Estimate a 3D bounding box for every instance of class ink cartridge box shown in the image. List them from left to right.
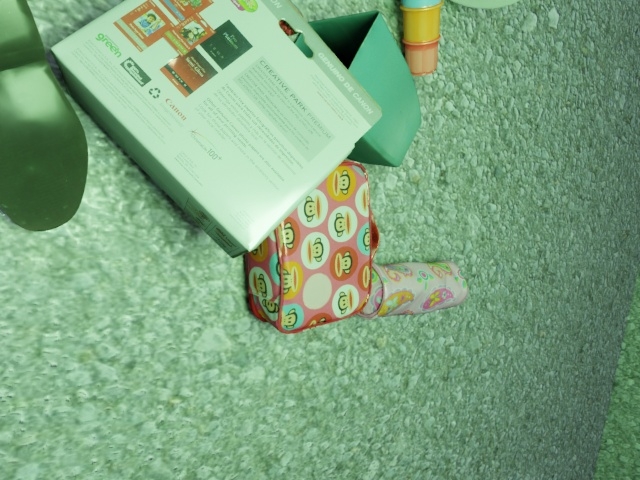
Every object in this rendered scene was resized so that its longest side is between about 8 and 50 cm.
[{"bbox_3d":[-0.119,-0.180,0.622,0.309,0.130,0.272,47,71,-9],"label":"ink cartridge box"}]

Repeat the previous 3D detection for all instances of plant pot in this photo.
[{"bbox_3d":[0.062,-0.235,0.811,0.234,0.166,0.165,37,76,-45],"label":"plant pot"}]

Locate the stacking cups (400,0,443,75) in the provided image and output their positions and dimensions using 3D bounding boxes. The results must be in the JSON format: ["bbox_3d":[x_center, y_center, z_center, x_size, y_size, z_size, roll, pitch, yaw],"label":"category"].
[{"bbox_3d":[0.192,-0.468,0.856,0.096,0.096,0.316,-37,136,-26],"label":"stacking cups"}]

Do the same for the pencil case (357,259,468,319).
[{"bbox_3d":[0.189,0.099,1.002,0.284,0.124,0.124,-1,99,-38],"label":"pencil case"}]

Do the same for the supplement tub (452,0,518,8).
[{"bbox_3d":[0.347,-0.649,0.890,0.236,0.236,0.324,20,87,-39],"label":"supplement tub"}]

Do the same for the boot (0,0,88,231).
[{"bbox_3d":[-0.358,-0.156,0.544,0.112,0.115,0.305,-26,133,-36],"label":"boot"}]

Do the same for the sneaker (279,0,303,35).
[{"bbox_3d":[-0.111,-0.410,0.671,0.262,0.104,0.125,31,78,-38],"label":"sneaker"}]

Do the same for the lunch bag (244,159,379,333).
[{"bbox_3d":[0.000,0.000,0.829,0.258,0.120,0.292,-10,105,-37],"label":"lunch bag"}]
